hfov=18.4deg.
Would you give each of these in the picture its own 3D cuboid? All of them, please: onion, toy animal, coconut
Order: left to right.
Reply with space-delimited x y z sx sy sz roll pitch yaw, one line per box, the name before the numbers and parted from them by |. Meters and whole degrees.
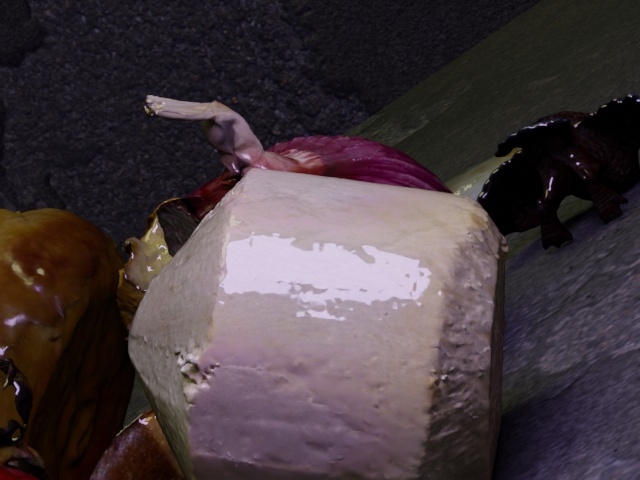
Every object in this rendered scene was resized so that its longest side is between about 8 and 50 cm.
coconut | -0.004 0.072 1.281 0.244 0.239 0.239 2 15 8
onion | 0.014 0.023 1.577 0.230 0.256 0.272 -24 -37 -27
toy animal | 0.230 -0.083 1.749 0.218 0.116 0.179 -37 7 28

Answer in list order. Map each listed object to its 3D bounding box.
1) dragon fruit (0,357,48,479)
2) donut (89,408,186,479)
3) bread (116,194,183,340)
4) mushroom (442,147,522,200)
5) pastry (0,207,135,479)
dragon fruit | -0.279 0.255 1.307 0.250 0.269 0.291 -28 6 -38
donut | -0.082 0.177 1.443 0.217 0.141 0.085 -30 1 -3
bread | -0.082 0.075 1.782 0.143 0.229 0.139 -54 -3 -42
mushroom | 0.084 0.007 1.943 0.312 0.081 0.100 -31 11 -11
pastry | -0.274 0.136 1.783 0.164 0.356 0.356 12 22 11
